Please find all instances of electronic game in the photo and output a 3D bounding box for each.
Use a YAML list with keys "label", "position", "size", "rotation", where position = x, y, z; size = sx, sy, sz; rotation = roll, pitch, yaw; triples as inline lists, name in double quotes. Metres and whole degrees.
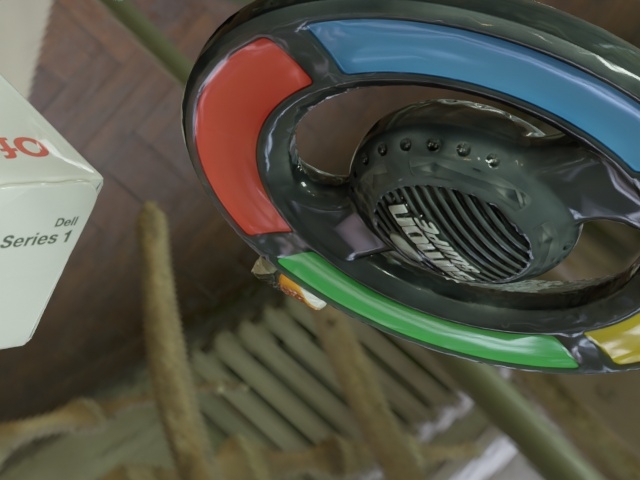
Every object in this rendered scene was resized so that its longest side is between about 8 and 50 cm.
- label: "electronic game"
  position: [0.055, -0.015, 0.550]
  size: [0.229, 0.229, 0.048]
  rotation: [92, 18, -59]

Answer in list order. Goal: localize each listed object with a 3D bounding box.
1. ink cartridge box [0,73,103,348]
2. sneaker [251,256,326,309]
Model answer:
- label: "ink cartridge box"
  position: [-0.277, -0.061, 0.727]
  size: [0.201, 0.278, 0.117]
  rotation: [-7, 132, -50]
- label: "sneaker"
  position: [0.000, 0.000, 1.726]
  size: [0.121, 0.099, 0.262]
  rotation: [-63, 173, 14]
